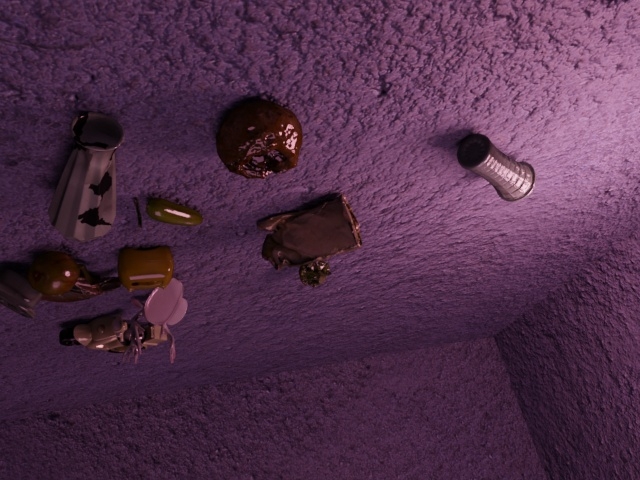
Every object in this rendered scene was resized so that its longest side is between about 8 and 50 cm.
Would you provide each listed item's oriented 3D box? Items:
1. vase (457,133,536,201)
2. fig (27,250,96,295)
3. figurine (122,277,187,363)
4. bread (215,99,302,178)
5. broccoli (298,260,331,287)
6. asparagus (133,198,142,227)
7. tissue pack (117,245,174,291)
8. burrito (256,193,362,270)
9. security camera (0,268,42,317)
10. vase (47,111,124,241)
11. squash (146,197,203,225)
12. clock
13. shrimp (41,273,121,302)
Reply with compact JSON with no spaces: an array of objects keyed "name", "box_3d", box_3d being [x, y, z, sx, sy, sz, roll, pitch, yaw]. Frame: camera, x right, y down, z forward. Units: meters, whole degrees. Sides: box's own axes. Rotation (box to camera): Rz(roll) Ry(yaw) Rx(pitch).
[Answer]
[{"name":"vase","box_3d":[0.551,-0.231,1.733,0.143,0.143,0.298,-32,146,32]},{"name":"fig","box_3d":[-0.807,0.095,1.725,0.142,0.148,0.186,-55,173,34]},{"name":"figurine","box_3d":[-0.629,0.313,2.086,0.206,0.284,0.315,2,161,-27]},{"name":"bread","box_3d":[-0.148,-0.241,1.385,0.230,0.123,0.230,-13,152,-7]},{"name":"broccoli","box_3d":[-0.021,0.126,2.164,0.130,0.120,0.131,-29,123,-14]},{"name":"asparagus","box_3d":[-0.539,-0.078,1.631,0.016,0.013,0.166,-16,156,-21]},{"name":"tissue pack","box_3d":[-0.577,0.095,1.825,0.178,0.127,0.123,-4,150,-21]},{"name":"burrito","box_3d":[-0.036,-0.021,1.818,0.331,0.190,0.135,-17,178,15]},{"name":"security camera","box_3d":[-0.995,0.178,1.814,0.157,0.080,0.301,34,148,-14]},{"name":"vase","box_3d":[-0.566,-0.146,1.347,0.165,0.165,0.360,2,145,-29]},{"name":"squash","box_3d":[-0.429,-0.079,1.630,0.066,0.066,0.201,-29,155,28]},{"name":"clock","box_3d":[-0.854,0.394,2.299,0.276,0.120,0.379,-21,158,22]},{"name":"shrimp","box_3d":[-0.827,0.150,1.871,0.317,0.077,0.168,-11,151,1]}]
